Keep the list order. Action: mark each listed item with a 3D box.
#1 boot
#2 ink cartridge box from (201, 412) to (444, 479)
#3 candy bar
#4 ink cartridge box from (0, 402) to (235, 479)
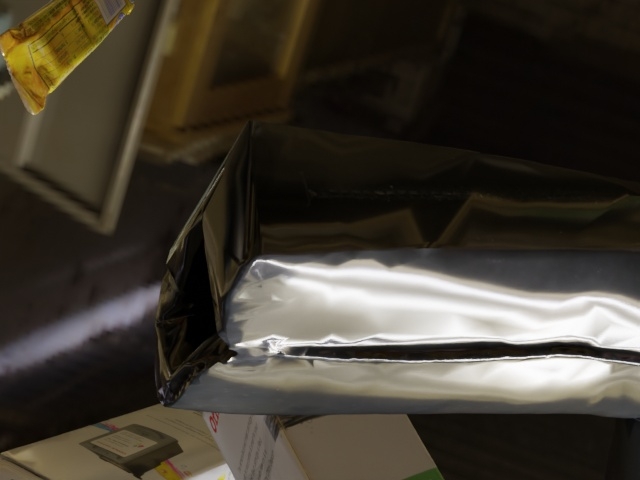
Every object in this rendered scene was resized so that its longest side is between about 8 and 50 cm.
[{"bbox_3d":[0.110,0.090,1.095,0.445,0.367,0.146,0,-136,-23],"label":"boot"},{"bbox_3d":[0.004,0.160,1.237,0.093,0.160,0.219,-19,-118,-21],"label":"ink cartridge box"},{"bbox_3d":[-0.122,-0.108,0.860,0.018,0.040,0.161,-17,-160,18],"label":"candy bar"},{"bbox_3d":[-0.196,0.296,1.667,0.131,0.226,0.306,22,-164,23],"label":"ink cartridge box"}]
